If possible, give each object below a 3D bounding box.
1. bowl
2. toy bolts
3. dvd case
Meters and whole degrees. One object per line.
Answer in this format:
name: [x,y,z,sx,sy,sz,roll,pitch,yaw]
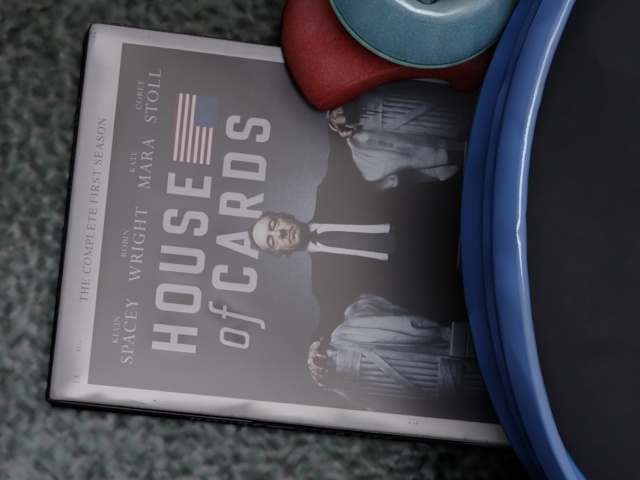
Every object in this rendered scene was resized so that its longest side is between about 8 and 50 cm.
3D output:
bowl: [0.236,-0.005,0.896,0.391,0.077,0.391,-1,91,-25]
toy bolts: [0.003,-0.178,0.871,0.218,0.158,0.229,-14,76,-15]
dvd case: [0.000,0.000,0.927,0.238,0.029,0.179,7,79,-10]
